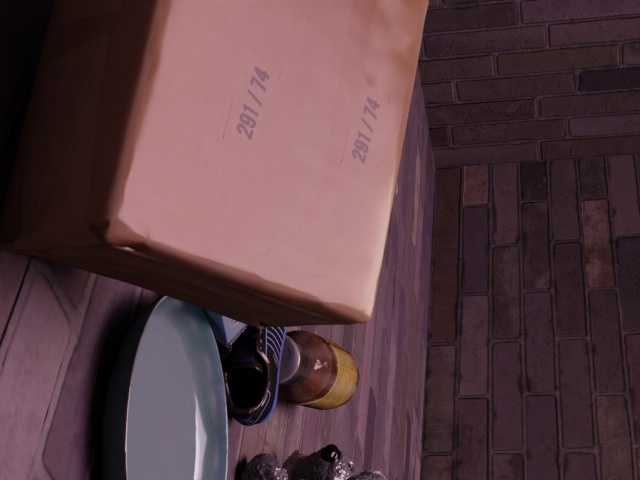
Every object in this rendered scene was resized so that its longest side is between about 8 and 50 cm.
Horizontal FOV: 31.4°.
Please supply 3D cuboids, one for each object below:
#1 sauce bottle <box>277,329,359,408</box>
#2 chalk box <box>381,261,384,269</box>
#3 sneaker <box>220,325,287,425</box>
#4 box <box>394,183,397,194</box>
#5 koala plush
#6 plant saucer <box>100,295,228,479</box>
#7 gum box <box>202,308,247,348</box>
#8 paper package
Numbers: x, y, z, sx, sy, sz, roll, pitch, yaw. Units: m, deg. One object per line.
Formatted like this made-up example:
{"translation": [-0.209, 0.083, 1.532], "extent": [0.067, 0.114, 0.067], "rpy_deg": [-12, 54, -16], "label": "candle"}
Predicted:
{"translation": [-0.025, 0.189, 1.685], "extent": [0.344, 0.111, 0.111], "rpy_deg": [42, 46, -71], "label": "sauce bottle"}
{"translation": [0.000, 0.000, 1.597], "extent": [0.213, 0.132, 0.132], "rpy_deg": [62, -1, 28], "label": "chalk box"}
{"translation": [-0.086, 0.122, 1.474], "extent": [0.090, 0.081, 0.232], "rpy_deg": [54, 35, -77], "label": "sneaker"}
{"translation": [0.032, -0.244, 1.890], "extent": [0.307, 0.076, 0.242], "rpy_deg": [-113, -174, -47], "label": "box"}
{"translation": [-0.002, 0.369, 1.599], "extent": [0.221, 0.196, 0.203], "rpy_deg": [-59, 155, -70], "label": "koala plush"}
{"translation": [-0.161, 0.212, 1.192], "extent": [0.317, 0.043, 0.317], "rpy_deg": [-3, 90, -79], "label": "plant saucer"}
{"translation": [-0.077, 0.038, 1.336], "extent": [0.157, 0.041, 0.184], "rpy_deg": [-50, 171, -16], "label": "gum box"}
{"translation": [-0.079, -0.108, 0.977], "extent": [0.309, 0.168, 0.325], "rpy_deg": [22, 71, -42], "label": "paper package"}
